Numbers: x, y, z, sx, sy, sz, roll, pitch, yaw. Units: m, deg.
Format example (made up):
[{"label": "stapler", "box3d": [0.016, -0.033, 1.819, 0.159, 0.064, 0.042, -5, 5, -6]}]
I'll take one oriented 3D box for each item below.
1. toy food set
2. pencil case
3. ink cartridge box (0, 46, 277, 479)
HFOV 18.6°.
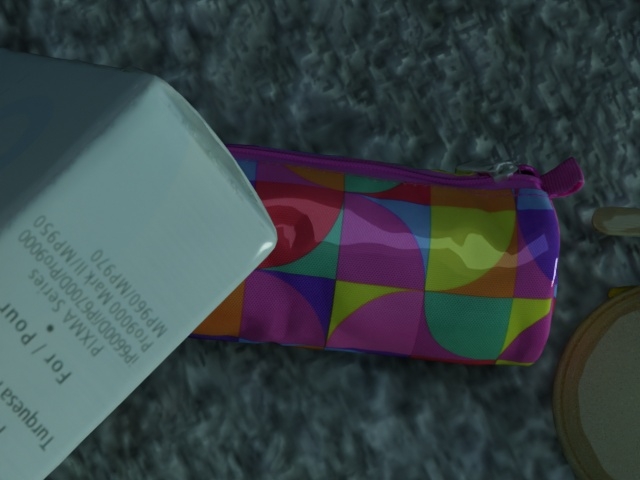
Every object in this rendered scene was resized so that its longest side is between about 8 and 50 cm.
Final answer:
[{"label": "toy food set", "box3d": [0.179, 0.082, 0.955, 0.132, 0.038, 0.192, 8, 79, 4]}, {"label": "pencil case", "box3d": [0.000, 0.000, 0.923, 0.236, 0.104, 0.104, 3, 74, -6]}, {"label": "ink cartridge box", "box3d": [-0.234, 0.075, 0.772, 0.385, 0.308, 0.091, -44, 116, -15]}]
